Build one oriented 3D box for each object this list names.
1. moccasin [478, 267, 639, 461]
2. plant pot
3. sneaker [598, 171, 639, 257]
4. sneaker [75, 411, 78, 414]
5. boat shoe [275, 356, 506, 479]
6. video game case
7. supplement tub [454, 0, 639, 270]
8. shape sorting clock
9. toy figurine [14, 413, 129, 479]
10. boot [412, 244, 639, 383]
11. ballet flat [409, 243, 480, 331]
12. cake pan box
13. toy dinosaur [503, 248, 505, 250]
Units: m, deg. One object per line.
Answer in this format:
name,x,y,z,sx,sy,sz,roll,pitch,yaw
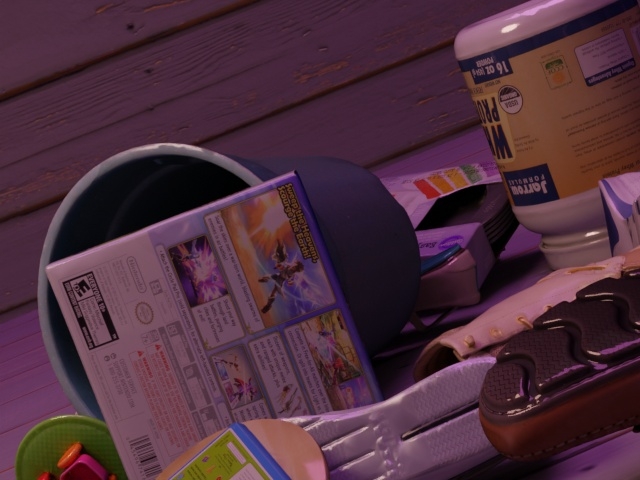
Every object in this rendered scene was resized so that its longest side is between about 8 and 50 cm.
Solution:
moccasin,0.291,0.080,1.065,0.380,0.147,0.139,-20,21,-20
plant pot,-0.068,0.047,1.631,0.341,0.341,0.334,-17,1,29
sneaker,0.393,-0.011,1.504,0.182,0.128,0.315,-11,5,-1
sneaker,-0.251,0.217,1.721,0.090,0.095,0.235,-17,10,17
boat shoe,0.041,0.184,1.195,0.302,0.109,0.094,-21,-30,17
video game case,-0.087,0.103,1.378,0.244,0.270,0.061,-20,5,4
supplement tub,0.315,-0.143,1.830,0.228,0.316,0.228,-21,7,3
shape sorting clock,-0.078,0.222,1.130,0.206,0.040,0.206,-25,33,17
toy figurine,-0.258,0.267,1.388,0.173,0.130,0.159,-42,10,21
boot,0.218,0.082,1.345,0.203,0.095,0.262,-25,6,-30
ballet flat,0.089,0.081,1.800,0.248,0.086,0.086,-22,5,38
cake pan box,0.133,-0.011,1.963,0.266,0.070,0.246,-7,30,35
toy dinosaur,0.186,0.027,2.012,0.118,0.064,0.268,-25,12,-3
